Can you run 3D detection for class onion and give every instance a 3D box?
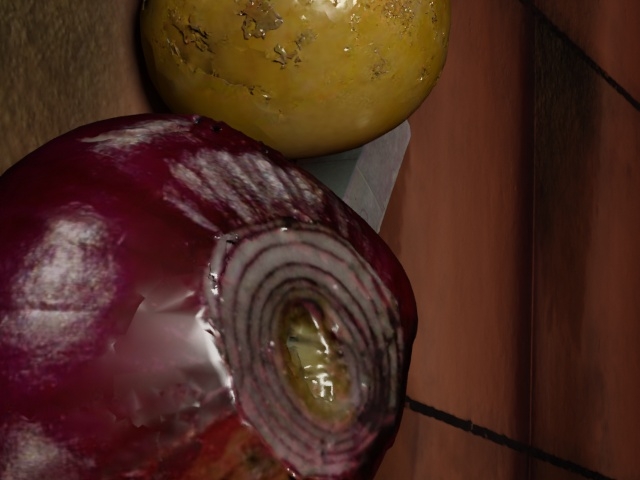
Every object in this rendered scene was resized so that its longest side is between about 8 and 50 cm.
[{"bbox_3d":[-0.110,0.073,1.127,0.260,0.282,0.336,40,62,-27],"label":"onion"}]

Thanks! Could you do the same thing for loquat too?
[{"bbox_3d":[-0.015,-0.169,1.387,0.235,0.235,0.235,18,69,-60],"label":"loquat"}]

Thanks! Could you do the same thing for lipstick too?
[{"bbox_3d":[0.000,0.000,1.559,0.066,0.068,0.317,60,37,-37],"label":"lipstick"}]
